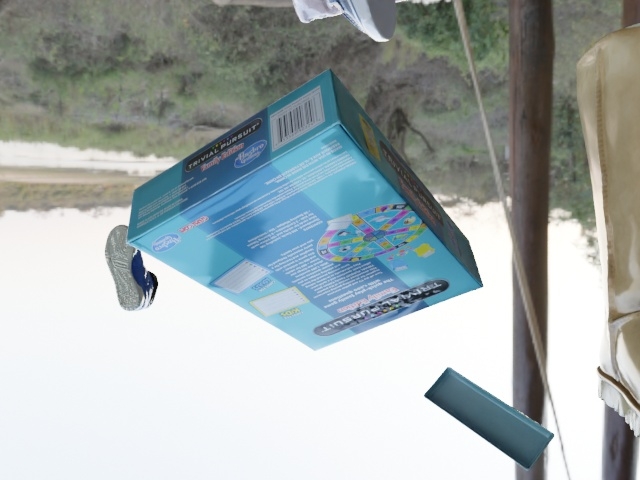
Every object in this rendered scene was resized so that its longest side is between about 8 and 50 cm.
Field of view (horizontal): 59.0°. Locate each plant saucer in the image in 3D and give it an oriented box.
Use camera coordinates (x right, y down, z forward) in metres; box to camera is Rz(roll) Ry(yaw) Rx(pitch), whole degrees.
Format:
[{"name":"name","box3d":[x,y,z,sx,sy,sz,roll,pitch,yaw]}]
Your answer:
[{"name":"plant saucer","box3d":[0.250,0.265,0.855,0.067,0.018,0.192,-44,-137,-17]}]

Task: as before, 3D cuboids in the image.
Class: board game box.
[{"name":"board game box","box3d":[0.000,0.000,0.647,0.254,0.079,0.336,-25,140,23]}]

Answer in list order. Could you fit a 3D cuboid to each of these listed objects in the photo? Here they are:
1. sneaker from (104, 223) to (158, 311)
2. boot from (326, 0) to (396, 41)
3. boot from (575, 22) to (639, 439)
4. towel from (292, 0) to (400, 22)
[{"name":"sneaker","box3d":[-0.330,0.050,0.996,0.058,0.152,0.084,-16,172,3]},{"name":"boot","box3d":[0.010,-0.279,0.590,0.086,0.069,0.190,7,159,33]},{"name":"boot","box3d":[0.227,-0.014,0.360,0.089,0.269,0.236,-2,178,1]},{"name":"towel","box3d":[0.090,-0.433,0.644,0.317,0.331,0.053,-8,-132,7]}]
